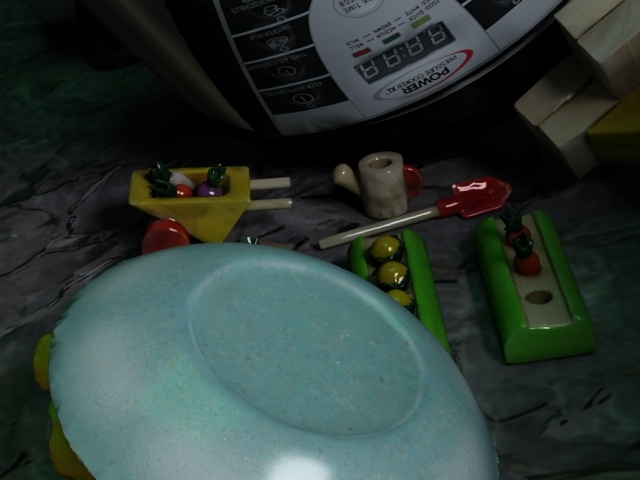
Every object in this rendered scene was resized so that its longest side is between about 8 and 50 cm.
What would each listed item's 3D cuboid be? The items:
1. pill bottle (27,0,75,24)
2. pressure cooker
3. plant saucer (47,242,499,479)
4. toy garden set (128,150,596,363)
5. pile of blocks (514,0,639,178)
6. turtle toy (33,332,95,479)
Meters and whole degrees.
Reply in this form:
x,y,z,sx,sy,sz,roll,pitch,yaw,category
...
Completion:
x,y,z,sx,sy,sz,roll,pitch,yaw,category
-0.051,-0.321,1.153,0.408,0.229,0.229,-13,29,-4,pill bottle
0.007,-0.251,0.842,0.370,0.420,0.375,24,77,37,pressure cooker
-0.010,0.054,0.591,0.195,0.037,0.195,17,34,-12,plant saucer
0.000,0.000,0.760,0.244,0.049,0.204,-8,29,2,toy garden set
0.262,-0.077,0.698,0.362,0.112,0.149,-7,65,24,pile of blocks
-0.078,0.075,0.620,0.095,0.066,0.130,5,34,-24,turtle toy
